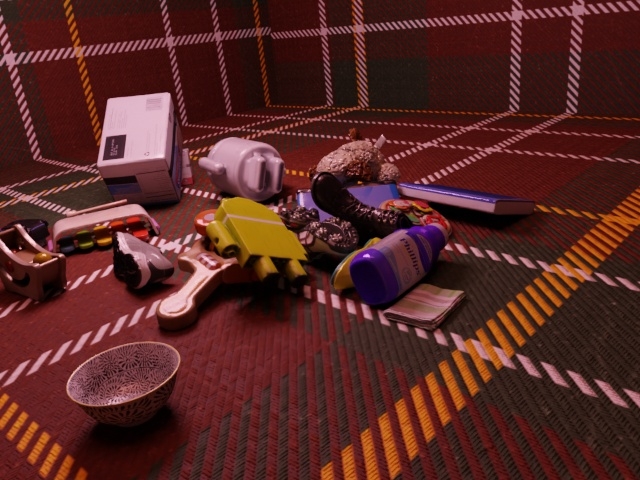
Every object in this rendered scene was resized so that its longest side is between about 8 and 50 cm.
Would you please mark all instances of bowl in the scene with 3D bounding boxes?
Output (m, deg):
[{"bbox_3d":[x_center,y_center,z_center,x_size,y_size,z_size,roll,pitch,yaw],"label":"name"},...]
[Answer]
[{"bbox_3d":[-0.298,0.237,0.885,0.170,0.080,0.170,-5,21,2],"label":"bowl"}]

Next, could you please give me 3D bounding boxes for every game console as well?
[{"bbox_3d":[0.082,-0.077,1.665,0.293,0.173,0.250,-6,52,-1],"label":"game console"}]

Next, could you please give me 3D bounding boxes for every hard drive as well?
[{"bbox_3d":[0.408,-0.121,1.604,0.210,0.040,0.318,-3,14,-43],"label":"hard drive"}]

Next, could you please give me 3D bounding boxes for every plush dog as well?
[{"bbox_3d":[0.087,-0.231,1.752,0.262,0.211,0.225,-6,14,34],"label":"plush dog"}]

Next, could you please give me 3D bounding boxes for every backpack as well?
[{"bbox_3d":[-0.876,-0.014,1.673,0.114,0.084,0.105,3,22,9],"label":"backpack"}]

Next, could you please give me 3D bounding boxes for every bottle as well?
[{"bbox_3d":[0.182,0.036,1.222,0.282,0.118,0.092,-27,2,-44],"label":"bottle"}]

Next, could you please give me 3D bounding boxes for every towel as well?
[{"bbox_3d":[0.208,0.124,1.120,0.113,0.023,0.152,11,27,35],"label":"towel"}]

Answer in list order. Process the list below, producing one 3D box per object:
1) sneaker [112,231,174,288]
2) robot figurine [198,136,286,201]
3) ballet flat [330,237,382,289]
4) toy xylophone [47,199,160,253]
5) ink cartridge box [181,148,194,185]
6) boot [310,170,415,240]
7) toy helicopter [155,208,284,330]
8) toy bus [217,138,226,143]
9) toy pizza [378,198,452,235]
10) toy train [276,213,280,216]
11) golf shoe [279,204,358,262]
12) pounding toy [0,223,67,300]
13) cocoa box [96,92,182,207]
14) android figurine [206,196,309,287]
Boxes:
[{"bbox_3d":[-0.451,0.048,1.413,0.108,0.100,0.271,-3,20,-35],"label":"sneaker"},{"bbox_3d":[-0.263,-0.248,1.956,0.299,0.200,0.353,3,12,-40],"label":"robot figurine"},{"bbox_3d":[0.107,0.054,1.270,0.077,0.077,0.231,23,29,20],"label":"ballet flat"},{"bbox_3d":[-0.652,-0.044,1.695,0.322,0.081,0.236,-12,22,-15],"label":"toy xylophone"},{"bbox_3d":[-0.556,-0.286,2.219,0.099,0.135,0.056,-6,20,-2],"label":"ink cartridge box"},{"bbox_3d":[0.118,-0.069,1.371,0.229,0.263,0.091,13,65,52],"label":"boot"},{"bbox_3d":[-0.229,0.080,1.261,0.234,0.140,0.355,12,37,18],"label":"toy helicopter"},{"bbox_3d":[-0.303,-0.325,2.268,0.211,0.150,0.220,-1,15,-26],"label":"toy bus"},{"bbox_3d":[0.252,-0.065,1.489,0.201,0.032,0.201,12,30,-7],"label":"toy pizza"},{"bbox_3d":[-0.144,-0.062,1.688,0.158,0.027,0.036,-3,32,5],"label":"toy train"},{"bbox_3d":[0.000,0.000,1.371,0.105,0.120,0.273,-13,23,-30],"label":"golf shoe"},{"bbox_3d":[-0.714,0.035,1.411,0.269,0.154,0.155,9,26,33],"label":"pounding toy"},{"bbox_3d":[-0.629,-0.319,2.014,0.231,0.228,0.347,-7,53,-2],"label":"cocoa box"},{"bbox_3d":[-0.138,-0.003,1.261,0.248,0.056,0.273,6,37,-47],"label":"android figurine"}]
